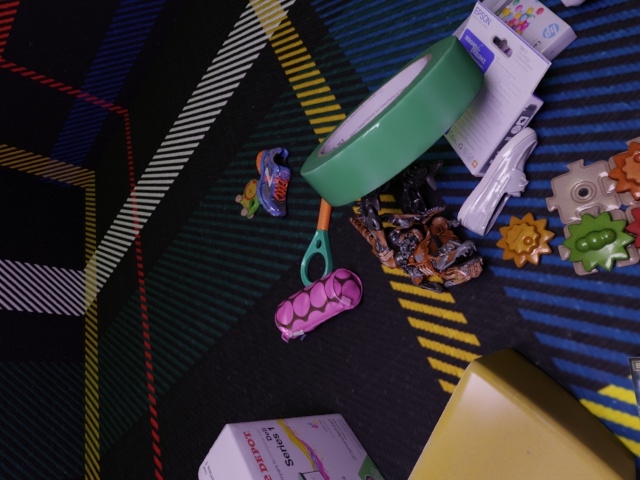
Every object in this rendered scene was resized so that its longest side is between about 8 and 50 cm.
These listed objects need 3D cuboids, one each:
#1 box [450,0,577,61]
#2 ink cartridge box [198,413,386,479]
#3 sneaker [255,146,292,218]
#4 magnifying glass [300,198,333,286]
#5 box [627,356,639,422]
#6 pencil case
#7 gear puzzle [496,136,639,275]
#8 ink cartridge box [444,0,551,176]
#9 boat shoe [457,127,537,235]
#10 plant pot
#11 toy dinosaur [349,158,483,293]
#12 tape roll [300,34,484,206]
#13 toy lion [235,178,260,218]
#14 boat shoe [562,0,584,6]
[{"bbox_3d":[0.328,-0.357,0.769,0.145,0.038,0.186,-44,51,31],"label":"box"},{"bbox_3d":[-0.035,0.417,0.733,0.201,0.278,0.117,46,112,44],"label":"ink cartridge box"},{"bbox_3d":[-0.120,-0.162,1.161,0.087,0.083,0.221,-24,64,31],"label":"sneaker"},{"bbox_3d":[0.000,0.000,1.019,0.092,0.026,0.231,2,78,48],"label":"magnifying glass"},{"bbox_3d":[0.467,0.197,0.437,0.233,0.044,0.159,-16,66,44],"label":"box"},{"bbox_3d":[-0.006,0.143,0.932,0.209,0.095,0.098,-38,18,36],"label":"pencil case"},{"bbox_3d":[0.399,-0.049,0.589,0.339,0.044,0.175,-23,62,41],"label":"gear puzzle"},{"bbox_3d":[0.276,-0.253,0.731,0.208,0.045,0.206,113,146,-46],"label":"ink cartridge box"},{"bbox_3d":[0.298,-0.090,0.700,0.063,0.066,0.184,43,108,30],"label":"boat shoe"},{"bbox_3d":[0.252,0.282,0.536,0.187,0.212,0.212,31,101,35],"label":"plant pot"},{"bbox_3d":[0.140,-0.015,0.776,0.322,0.164,0.218,2,114,43],"label":"toy dinosaur"},{"bbox_3d":[0.107,-0.193,0.717,0.321,0.077,0.321,-40,17,15],"label":"tape roll"},{"bbox_3d":[-0.203,-0.129,1.278,0.096,0.034,0.100,-44,49,19],"label":"toy lion"},{"bbox_3d":[0.368,-0.480,0.719,0.103,0.113,0.302,-28,48,40],"label":"boat shoe"}]
